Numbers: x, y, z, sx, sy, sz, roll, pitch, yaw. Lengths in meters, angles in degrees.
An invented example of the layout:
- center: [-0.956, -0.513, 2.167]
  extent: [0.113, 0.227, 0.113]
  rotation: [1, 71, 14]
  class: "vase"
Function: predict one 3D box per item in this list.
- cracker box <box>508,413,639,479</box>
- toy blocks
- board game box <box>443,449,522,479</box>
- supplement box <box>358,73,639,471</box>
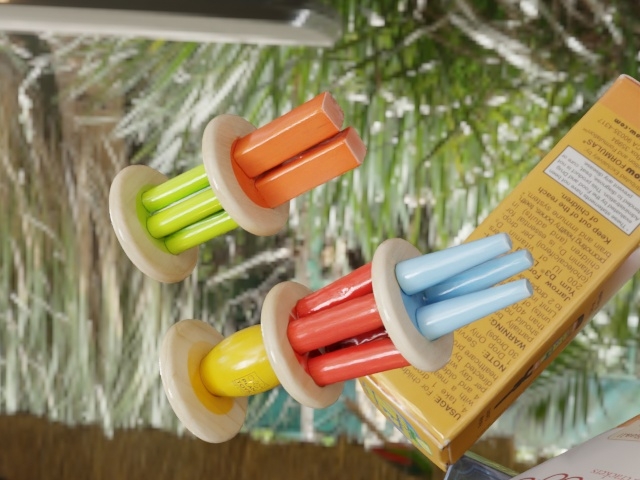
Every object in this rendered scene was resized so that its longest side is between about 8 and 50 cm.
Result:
- center: [0.076, 0.122, 0.348]
  extent: [0.232, 0.067, 0.156]
  rotation: [-22, -173, -21]
  class: "cracker box"
- center: [0.000, 0.000, 0.465]
  extent: [0.148, 0.123, 0.054]
  rotation: [-23, 171, 26]
  class: "toy blocks"
- center: [0.171, 0.261, 0.795]
  extent: [0.243, 0.165, 0.042]
  rotation: [23, 180, 9]
  class: "board game box"
- center: [0.123, 0.018, 0.686]
  extent: [0.080, 0.233, 0.078]
  rotation: [39, 168, 20]
  class: "supplement box"
